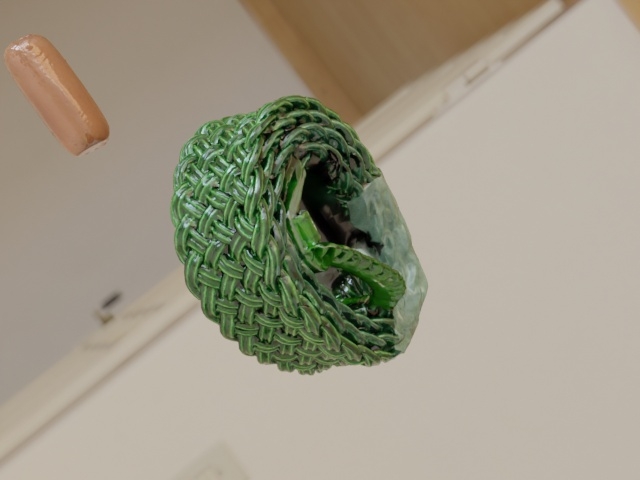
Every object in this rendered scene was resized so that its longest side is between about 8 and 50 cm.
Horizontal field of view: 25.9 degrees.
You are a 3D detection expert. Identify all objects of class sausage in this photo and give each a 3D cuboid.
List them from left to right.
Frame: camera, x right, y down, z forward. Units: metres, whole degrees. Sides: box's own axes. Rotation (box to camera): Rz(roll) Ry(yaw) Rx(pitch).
[{"bbox_3d":[-0.163,-0.090,0.861,0.083,0.034,0.034,55,166,-7],"label":"sausage"}]

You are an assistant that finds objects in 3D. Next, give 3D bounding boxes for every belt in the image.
[{"bbox_3d":[0.000,0.000,0.678,0.079,0.121,0.151,-14,131,32],"label":"belt"}]
